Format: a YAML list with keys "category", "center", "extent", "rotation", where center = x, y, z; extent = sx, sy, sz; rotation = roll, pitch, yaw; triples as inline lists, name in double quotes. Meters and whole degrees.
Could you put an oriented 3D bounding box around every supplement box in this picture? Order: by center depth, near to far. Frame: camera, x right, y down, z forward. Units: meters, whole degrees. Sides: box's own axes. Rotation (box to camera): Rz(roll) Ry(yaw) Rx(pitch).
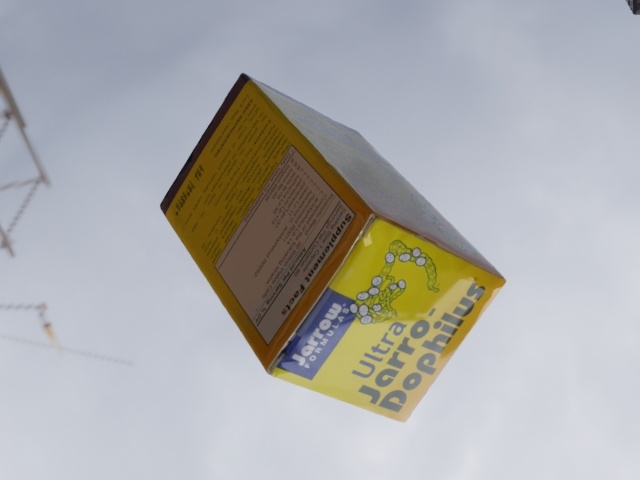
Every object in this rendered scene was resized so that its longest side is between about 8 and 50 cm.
- category: "supplement box"
  center: [0.000, 0.000, 1.404]
  extent: [0.194, 0.195, 0.356]
  rotation: [-56, -143, 13]

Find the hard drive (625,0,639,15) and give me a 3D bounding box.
- category: "hard drive"
  center: [0.522, -0.407, 1.804]
  extent: [0.237, 0.064, 0.339]
  rotation: [-5, -149, 4]
